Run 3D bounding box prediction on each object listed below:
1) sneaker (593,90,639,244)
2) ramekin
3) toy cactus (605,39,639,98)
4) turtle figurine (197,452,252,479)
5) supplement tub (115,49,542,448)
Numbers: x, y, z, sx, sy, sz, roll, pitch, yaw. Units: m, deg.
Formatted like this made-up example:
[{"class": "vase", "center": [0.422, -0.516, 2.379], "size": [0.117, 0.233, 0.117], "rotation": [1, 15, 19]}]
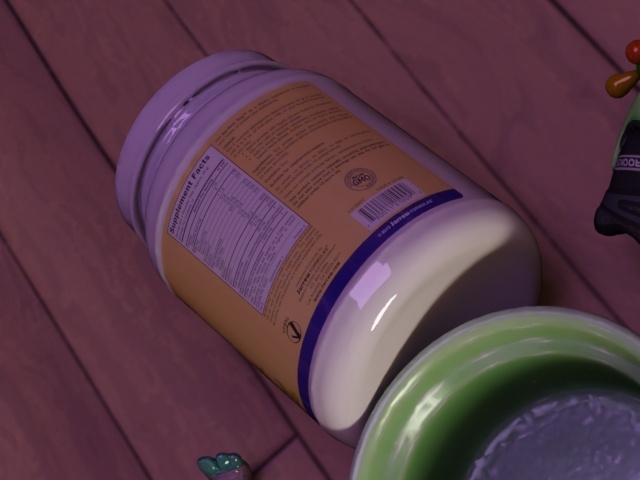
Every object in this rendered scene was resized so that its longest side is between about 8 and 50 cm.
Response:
[{"class": "sneaker", "center": [0.392, 0.074, 1.442], "size": [0.483, 0.185, 0.202], "rotation": [52, 128, 32]}, {"class": "ramekin", "center": [0.185, 0.214, 1.476], "size": [0.303, 0.148, 0.303], "rotation": [-10, 69, 27]}, {"class": "toy cactus", "center": [0.351, -0.149, 1.586], "size": [0.180, 0.112, 0.219], "rotation": [30, 78, 26]}, {"class": "turtle figurine", "center": [-0.104, 0.305, 1.636], "size": [0.175, 0.118, 0.234], "rotation": [-15, 47, 8]}, {"class": "supplement tub", "center": [0.000, 0.000, 1.628], "size": [0.331, 0.241, 0.241], "rotation": [39, 92, 36]}]
